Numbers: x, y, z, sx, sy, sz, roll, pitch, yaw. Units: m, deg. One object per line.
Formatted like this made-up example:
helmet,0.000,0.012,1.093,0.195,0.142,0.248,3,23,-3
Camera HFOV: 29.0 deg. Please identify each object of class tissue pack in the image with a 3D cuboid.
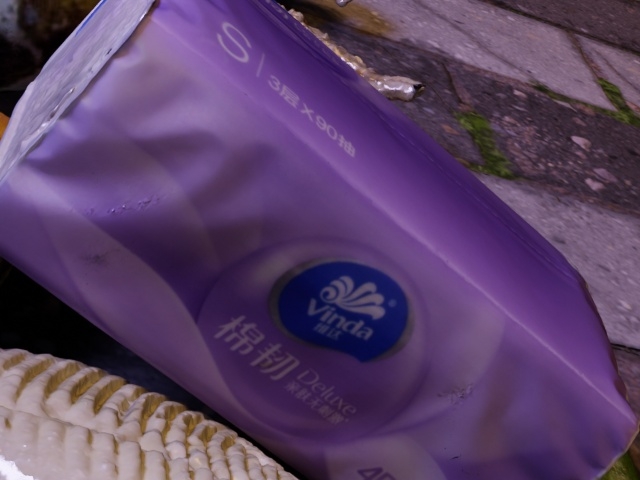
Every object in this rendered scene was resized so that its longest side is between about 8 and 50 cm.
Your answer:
tissue pack,0.000,0.000,0.683,0.338,0.160,0.242,38,17,-20

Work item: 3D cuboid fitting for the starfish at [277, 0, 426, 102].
starfish,-0.071,-0.212,1.161,0.324,0.082,0.432,16,33,-15

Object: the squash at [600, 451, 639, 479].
squash,0.141,0.200,0.643,0.101,0.101,0.379,22,26,-7

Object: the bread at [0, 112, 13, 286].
bread,-0.270,-0.012,0.677,0.210,0.099,0.235,25,35,4

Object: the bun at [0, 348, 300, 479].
bun,-0.087,0.137,0.530,0.220,0.134,0.220,25,0,0

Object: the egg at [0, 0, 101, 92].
egg,-0.230,-0.191,0.907,0.231,0.169,0.169,10,30,0
